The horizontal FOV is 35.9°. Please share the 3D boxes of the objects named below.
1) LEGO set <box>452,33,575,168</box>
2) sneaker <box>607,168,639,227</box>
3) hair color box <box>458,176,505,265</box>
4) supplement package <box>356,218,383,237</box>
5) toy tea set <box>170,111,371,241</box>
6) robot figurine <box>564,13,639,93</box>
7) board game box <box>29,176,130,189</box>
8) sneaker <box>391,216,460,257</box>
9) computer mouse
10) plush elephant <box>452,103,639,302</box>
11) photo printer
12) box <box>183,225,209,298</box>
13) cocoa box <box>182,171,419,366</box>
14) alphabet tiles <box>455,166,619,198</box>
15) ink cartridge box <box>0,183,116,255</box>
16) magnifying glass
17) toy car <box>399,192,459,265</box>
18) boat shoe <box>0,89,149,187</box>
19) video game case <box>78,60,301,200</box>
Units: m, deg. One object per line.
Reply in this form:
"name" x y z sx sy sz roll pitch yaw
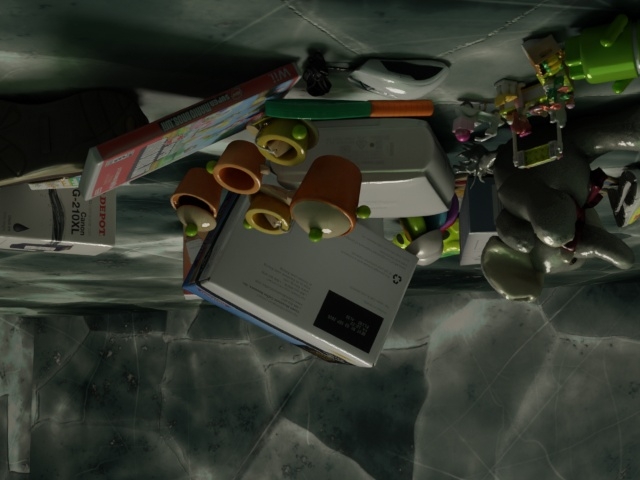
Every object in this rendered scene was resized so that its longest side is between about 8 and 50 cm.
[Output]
"LEGO set" 0.282 -0.168 1.304 0.132 0.107 0.287 1 170 -13
"sneaker" 0.608 -0.083 1.872 0.094 0.082 0.208 -15 167 -2
"hair color box" 0.377 -0.034 1.978 0.185 0.114 0.374 -2 169 5
"supplement package" 0.000 0.000 2.126 0.244 0.134 0.139 -6 168 27
"toy tea set" -0.087 -0.053 1.430 0.200 0.124 0.336 34 147 -25
"robot figurine" 0.343 -0.219 1.143 0.115 0.067 0.101 -5 145 24
"board game box" -0.355 -0.126 1.490 0.154 0.103 0.026 -2 140 8
"sneaker" 0.309 -0.013 2.249 0.295 0.110 0.123 -5 -168 11
"computer mouse" 0.073 -0.204 1.266 0.192 0.042 0.106 0 169 -8
"plush elephant" 0.379 -0.038 1.550 0.330 0.272 0.255 10 143 55
"photo printer" 0.082 -0.107 1.602 0.256 0.107 0.307 0 170 15
"box" -0.247 0.046 2.253 0.130 0.171 0.091 -1 170 -5
"cocoa box" -0.042 0.061 1.842 0.347 0.231 0.228 29 166 -15
"alphabet tiles" 0.407 -0.105 1.936 0.285 0.011 0.342 -10 166 43
"ink cartridge box" -0.449 -0.074 1.570 0.237 0.172 0.100 6 168 -33
"magnifying glass" 0.039 -0.173 1.287 0.230 0.026 0.092 -2 -168 -22
"toy car" 0.200 -0.049 1.886 0.136 0.159 0.182 -28 167 3
"boat shoe" -0.407 -0.128 1.399 0.355 0.132 0.130 -1 170 8
"video game case" -0.176 -0.140 1.292 0.285 0.025 0.204 -27 179 -20
